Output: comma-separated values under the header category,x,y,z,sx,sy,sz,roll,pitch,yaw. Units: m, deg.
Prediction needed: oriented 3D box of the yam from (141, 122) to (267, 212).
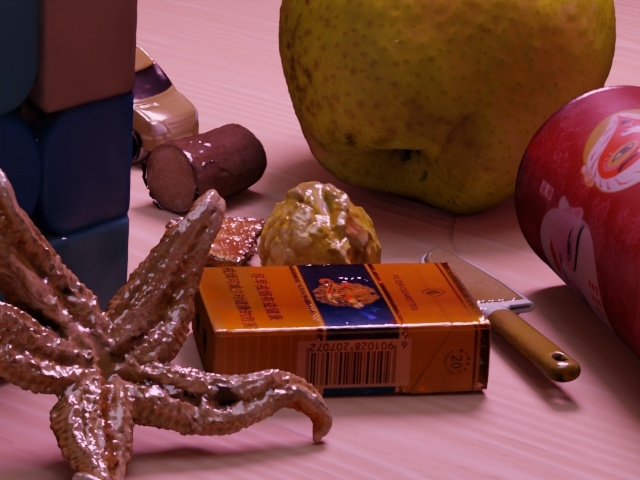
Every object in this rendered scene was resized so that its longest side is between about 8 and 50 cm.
category,x,y,z,sx,sy,sz,roll,pitch,yaw
yam,-0.118,-0.078,2.084,0.084,0.084,0.127,17,27,33

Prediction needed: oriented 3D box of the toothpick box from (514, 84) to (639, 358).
category,x,y,z,sx,sy,sz,roll,pitch,yaw
toothpick box,0.320,0.003,1.757,0.204,0.204,0.333,-2,20,-14

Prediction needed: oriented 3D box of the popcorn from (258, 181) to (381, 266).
category,x,y,z,sx,sy,sz,roll,pitch,yaw
popcorn,0.000,0.000,1.851,0.120,0.106,0.116,-5,12,-21

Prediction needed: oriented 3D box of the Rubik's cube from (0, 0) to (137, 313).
category,x,y,z,sx,sy,sz,roll,pitch,yaw
Rubik's cube,-0.390,-0.081,1.661,0.347,0.347,0.344,19,26,37

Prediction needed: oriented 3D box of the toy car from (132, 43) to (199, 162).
category,x,y,z,sx,sy,sz,roll,pitch,yaw
toy car,-0.258,-0.173,2.251,0.256,0.124,0.101,14,24,29

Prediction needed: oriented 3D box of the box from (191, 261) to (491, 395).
category,x,y,z,sx,sy,sz,roll,pitch,yaw
box,0.014,0.074,1.704,0.237,0.070,0.152,1,20,-12

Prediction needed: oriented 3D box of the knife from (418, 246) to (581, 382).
category,x,y,z,sx,sy,sz,roll,pitch,yaw
knife,0.163,0.064,1.814,0.061,0.027,0.343,-6,19,-19

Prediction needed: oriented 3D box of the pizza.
category,x,y,z,sx,sy,sz,roll,pitch,yaw
pizza,-0.095,0.009,1.929,0.100,0.029,0.099,-4,29,-12

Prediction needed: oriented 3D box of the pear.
category,x,y,z,sx,sy,sz,roll,pitch,yaw
pear,0.124,-0.210,2.115,0.391,0.391,0.391,3,20,-1

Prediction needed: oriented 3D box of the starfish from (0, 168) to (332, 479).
category,x,y,z,sx,sy,sz,roll,pitch,yaw
starfish,-0.159,0.086,1.507,0.375,0.094,0.327,15,47,-24
